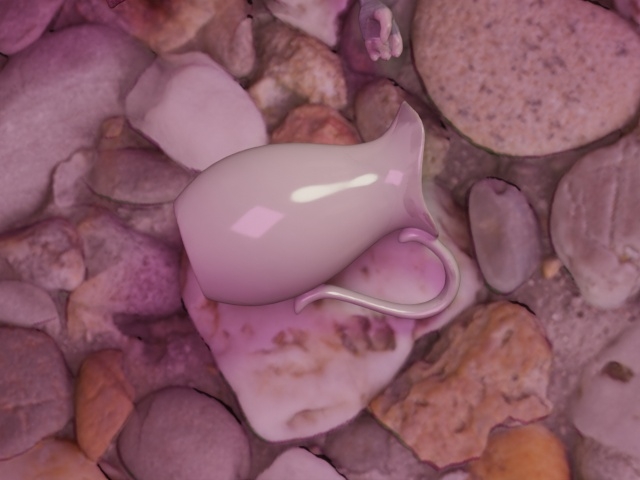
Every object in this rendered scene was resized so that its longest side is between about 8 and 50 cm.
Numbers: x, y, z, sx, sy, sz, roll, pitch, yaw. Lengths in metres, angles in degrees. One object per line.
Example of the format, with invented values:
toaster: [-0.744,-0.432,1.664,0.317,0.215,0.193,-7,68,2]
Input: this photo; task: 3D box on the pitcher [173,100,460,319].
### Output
pitcher: [0.000,0.000,1.371,0.207,0.125,0.177,-18,98,-1]

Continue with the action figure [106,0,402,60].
action figure: [-0.036,-0.311,1.391,0.370,0.248,0.275,-6,42,-1]
